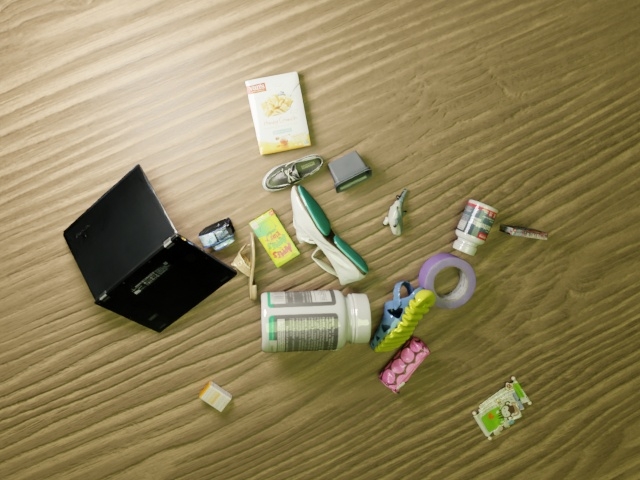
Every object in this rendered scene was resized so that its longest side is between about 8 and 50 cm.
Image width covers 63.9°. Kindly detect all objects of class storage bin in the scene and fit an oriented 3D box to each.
[{"bbox_3d":[0.093,-0.233,1.723,0.135,0.098,0.091,-26,75,-1],"label":"storage bin"}]

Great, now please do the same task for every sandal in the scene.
[{"bbox_3d":[0.275,0.268,1.828,0.126,0.138,0.317,12,119,-47],"label":"sandal"},{"bbox_3d":[-0.262,0.091,1.736,0.079,0.088,0.240,-4,106,-12],"label":"sandal"}]

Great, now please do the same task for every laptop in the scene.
[{"bbox_3d":[-0.558,0.044,1.676,0.382,0.236,0.408,-36,132,17],"label":"laptop"}]

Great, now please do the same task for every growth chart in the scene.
[{"bbox_3d":[0.708,0.659,1.999,0.237,0.021,0.172,-41,104,3],"label":"growth chart"}]

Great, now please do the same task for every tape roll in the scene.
[{"bbox_3d":[0.453,0.145,1.839,0.189,0.080,0.189,-1,102,-6],"label":"tape roll"}]

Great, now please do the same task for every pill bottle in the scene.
[{"bbox_3d":[0.538,-0.043,1.799,0.108,0.108,0.180,20,98,-10],"label":"pill bottle"},{"bbox_3d":[-0.021,0.271,1.741,0.361,0.204,0.204,-1,101,-6],"label":"pill bottle"}]

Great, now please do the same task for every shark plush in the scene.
[{"bbox_3d":[0.272,-0.100,1.799,0.067,0.073,0.161,15,78,-29],"label":"shark plush"}]

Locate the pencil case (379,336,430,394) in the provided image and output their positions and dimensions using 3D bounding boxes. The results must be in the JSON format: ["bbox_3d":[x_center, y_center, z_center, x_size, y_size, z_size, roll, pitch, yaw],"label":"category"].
[{"bbox_3d":[0.312,0.455,1.871,0.095,0.098,0.209,35,95,-18],"label":"pencil case"}]

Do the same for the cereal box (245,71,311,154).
[{"bbox_3d":[-0.137,-0.413,1.675,0.173,0.047,0.240,-13,102,-5],"label":"cereal box"}]

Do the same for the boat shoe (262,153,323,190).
[{"bbox_3d":[-0.093,-0.228,1.704,0.219,0.070,0.078,-27,103,-1],"label":"boat shoe"}]

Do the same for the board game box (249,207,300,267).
[{"bbox_3d":[-0.157,-0.009,1.752,0.092,0.043,0.181,-32,103,-1],"label":"board game box"}]

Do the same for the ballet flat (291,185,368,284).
[{"bbox_3d":[0.000,0.000,1.741,0.139,0.139,0.400,-40,104,2],"label":"ballet flat"}]

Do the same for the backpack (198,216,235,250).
[{"bbox_3d":[-0.340,-0.014,1.697,0.114,0.105,0.084,-23,104,-2],"label":"backpack"}]

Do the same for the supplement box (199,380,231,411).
[{"bbox_3d":[-0.375,0.557,1.836,0.098,0.036,0.062,39,94,-12],"label":"supplement box"}]

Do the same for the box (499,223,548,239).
[{"bbox_3d":[0.725,-0.030,1.831,0.137,0.094,0.027,8,99,-8],"label":"box"}]
